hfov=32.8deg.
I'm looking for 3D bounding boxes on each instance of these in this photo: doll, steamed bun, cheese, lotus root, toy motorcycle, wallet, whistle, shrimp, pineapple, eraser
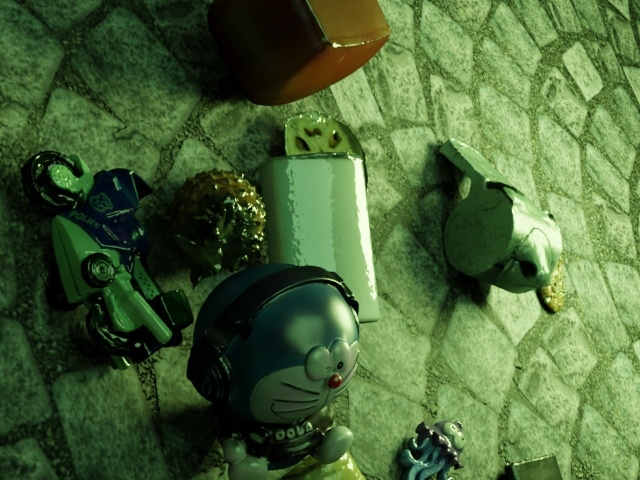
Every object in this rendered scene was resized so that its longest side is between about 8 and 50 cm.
[{"bbox_3d":[-0.063,0.176,1.547,0.284,0.310,0.240,-24,49,-32],"label":"doll"},{"bbox_3d":[-0.049,-0.377,1.959,0.235,0.248,0.379,61,28,-3],"label":"steamed bun"},{"bbox_3d":[0.029,0.408,1.684,0.123,0.093,0.167,-30,91,-54],"label":"cheese"},{"bbox_3d":[0.196,0.383,1.914,0.110,0.067,0.206,49,49,0],"label":"doll"},{"bbox_3d":[-0.005,-0.139,2.003,0.183,0.078,0.204,23,47,-23],"label":"lotus root"},{"bbox_3d":[-0.297,0.016,1.549,0.196,0.125,0.331,-14,74,-50],"label":"toy motorcycle"},{"bbox_3d":[0.442,0.576,2.084,0.170,0.044,0.321,2,69,-47],"label":"wallet"},{"bbox_3d":[0.371,-0.063,2.279,0.168,0.188,0.405,20,53,-39],"label":"whistle"},{"bbox_3d":[0.535,0.083,2.497,0.091,0.043,0.184,38,50,-37],"label":"shrimp"},{"bbox_3d":[-0.145,-0.016,1.583,0.169,0.169,0.340,52,-3,-11],"label":"pineapple"},{"bbox_3d":[0.000,0.000,1.841,0.189,0.104,0.290,0,81,-36],"label":"eraser"}]
